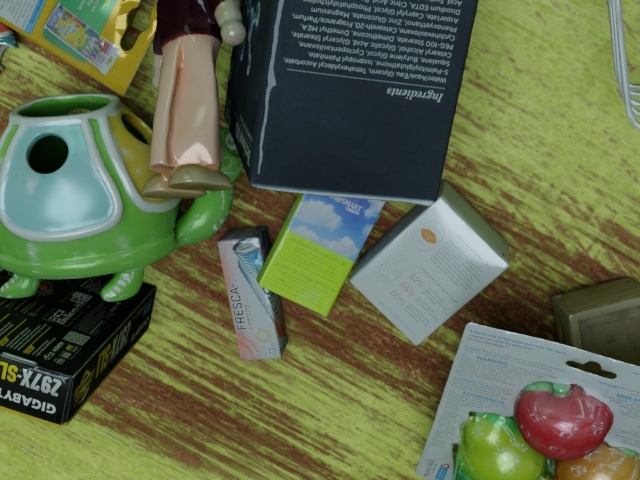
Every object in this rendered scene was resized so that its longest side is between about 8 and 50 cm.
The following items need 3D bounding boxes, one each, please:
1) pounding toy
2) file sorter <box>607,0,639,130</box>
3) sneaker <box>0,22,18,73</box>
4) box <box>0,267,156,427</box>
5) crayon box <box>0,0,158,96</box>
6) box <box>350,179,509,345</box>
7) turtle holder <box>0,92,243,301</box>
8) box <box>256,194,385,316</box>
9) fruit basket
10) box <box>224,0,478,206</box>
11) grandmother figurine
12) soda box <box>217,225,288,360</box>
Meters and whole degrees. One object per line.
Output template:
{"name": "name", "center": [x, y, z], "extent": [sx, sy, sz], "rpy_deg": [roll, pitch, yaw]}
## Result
{"name": "pounding toy", "center": [0.368, 0.134, 1.310], "extent": [0.130, 0.100, 0.141], "rpy_deg": [-14, 108, -1]}
{"name": "file sorter", "center": [0.410, -0.239, 1.076], "extent": [0.173, 0.278, 0.193], "rpy_deg": [-6, 107, 16]}
{"name": "sneaker", "center": [-0.480, -0.244, 1.335], "extent": [0.161, 0.057, 0.075], "rpy_deg": [-36, 94, 15]}
{"name": "box", "center": [-0.388, 0.108, 1.297], "extent": [0.257, 0.322, 0.079], "rpy_deg": [15, 108, 4]}
{"name": "crayon box", "center": [-0.335, -0.358, 1.261], "extent": [0.323, 0.083, 0.203], "rpy_deg": [32, 110, -1]}
{"name": "box", "center": [0.146, 0.029, 1.303], "extent": [0.130, 0.091, 0.170], "rpy_deg": [45, 110, -6]}
{"name": "turtle holder", "center": [-0.281, -0.062, 1.252], "extent": [0.320, 0.243, 0.227], "rpy_deg": [8, 115, 28]}
{"name": "box", "center": [0.000, 0.000, 1.317], "extent": [0.109, 0.042, 0.178], "rpy_deg": [26, 96, -15]}
{"name": "fruit basket", "center": [0.309, 0.247, 1.264], "extent": [0.327, 0.165, 0.353], "rpy_deg": [13, 130, 5]}
{"name": "box", "center": [0.030, -0.277, 1.089], "extent": [0.212, 0.293, 0.396], "rpy_deg": [4, 110, -13]}
{"name": "grandmother figurine", "center": [-0.150, -0.227, 1.127], "extent": [0.207, 0.104, 0.342], "rpy_deg": [-9, 80, 45]}
{"name": "soda box", "center": [-0.093, 0.075, 1.377], "extent": [0.063, 0.058, 0.183], "rpy_deg": [-6, 108, 12]}
